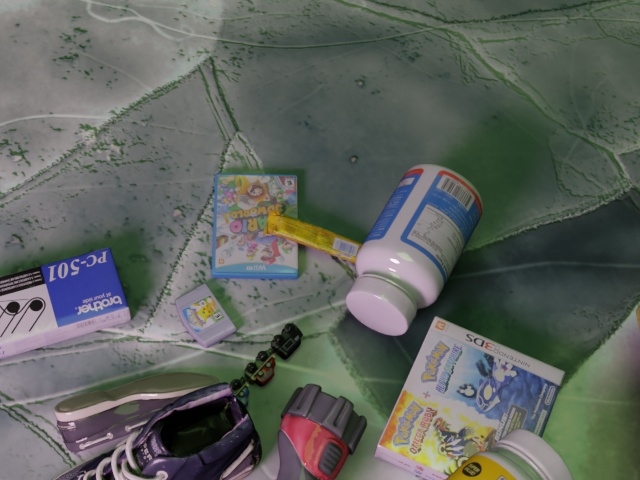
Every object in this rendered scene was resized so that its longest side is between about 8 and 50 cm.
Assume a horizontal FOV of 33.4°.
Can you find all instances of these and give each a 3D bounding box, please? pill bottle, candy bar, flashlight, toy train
[{"bbox_3d":[0.178,0.311,1.190,0.208,0.119,0.119,-36,68,-24],"label":"pill bottle"},{"bbox_3d":[0.000,0.000,1.483,0.161,0.018,0.040,20,60,-3],"label":"candy bar"},{"bbox_3d":[-0.055,0.320,1.261,0.103,0.103,0.304,25,66,14],"label":"flashlight"},{"bbox_3d":[-0.077,0.169,1.384,0.036,0.027,0.158,42,64,6],"label":"toy train"},{"bbox_3d":[0.122,0.014,1.437,0.124,0.124,0.221,27,61,11],"label":"pill bottle"}]

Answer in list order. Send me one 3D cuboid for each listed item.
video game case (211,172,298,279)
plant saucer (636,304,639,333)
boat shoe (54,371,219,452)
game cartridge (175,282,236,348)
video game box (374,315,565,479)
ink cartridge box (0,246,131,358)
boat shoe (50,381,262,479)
[{"bbox_3d":[-0.091,-0.022,1.502,0.119,0.015,0.166,1,60,-4],"label":"video game case"},{"bbox_3d":[0.566,0.241,1.333,0.333,0.081,0.333,7,44,0],"label":"plant saucer"},{"bbox_3d":[-0.225,0.214,1.338,0.206,0.075,0.065,-11,104,-17],"label":"boat shoe"},{"bbox_3d":[-0.156,0.101,1.424,0.056,0.017,0.083,-31,66,-17],"label":"game cartridge"},{"bbox_3d":[0.193,0.220,1.365,0.187,0.048,0.205,22,60,11],"label":"video game box"},{"bbox_3d":[-0.362,0.085,1.398,0.207,0.046,0.097,-16,63,-14],"label":"ink cartridge box"},{"bbox_3d":[-0.225,0.273,1.232,0.340,0.158,0.127,-28,66,-20],"label":"boat shoe"}]
